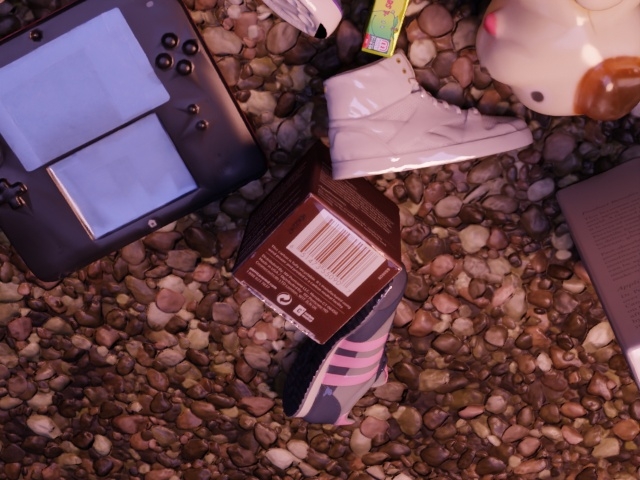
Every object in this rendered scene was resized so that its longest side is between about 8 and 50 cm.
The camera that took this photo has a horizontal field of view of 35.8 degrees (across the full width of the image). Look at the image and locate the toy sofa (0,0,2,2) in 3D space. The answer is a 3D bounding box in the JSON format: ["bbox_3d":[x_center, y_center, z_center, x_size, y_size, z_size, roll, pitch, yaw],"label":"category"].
[{"bbox_3d":[-0.548,-0.332,1.273,0.362,0.177,0.150,-38,85,3],"label":"toy sofa"}]

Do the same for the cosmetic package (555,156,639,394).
[{"bbox_3d":[0.464,0.045,1.250,0.230,0.453,0.161,-22,112,13],"label":"cosmetic package"}]

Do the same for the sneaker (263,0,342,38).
[{"bbox_3d":[-0.028,-0.433,1.191,0.236,0.130,0.323,-44,93,-9],"label":"sneaker"}]

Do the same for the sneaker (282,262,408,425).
[{"bbox_3d":[0.065,0.159,1.535,0.131,0.112,0.319,21,119,-25],"label":"sneaker"}]

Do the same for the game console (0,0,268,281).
[{"bbox_3d":[-0.311,-0.153,1.387,0.386,0.060,0.342,-26,111,4],"label":"game console"}]

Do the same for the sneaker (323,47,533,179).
[{"bbox_3d":[0.147,-0.184,1.351,0.292,0.108,0.169,-9,91,-15],"label":"sneaker"}]

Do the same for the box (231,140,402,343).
[{"bbox_3d":[0.000,0.000,1.395,0.168,0.203,0.167,39,112,-14],"label":"box"}]

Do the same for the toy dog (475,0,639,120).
[{"bbox_3d":[0.320,-0.354,1.203,0.395,0.284,0.408,-3,119,-33],"label":"toy dog"}]

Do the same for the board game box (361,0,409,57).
[{"bbox_3d":[0.098,-0.340,1.290,0.043,0.092,0.181,14,115,-4],"label":"board game box"}]
